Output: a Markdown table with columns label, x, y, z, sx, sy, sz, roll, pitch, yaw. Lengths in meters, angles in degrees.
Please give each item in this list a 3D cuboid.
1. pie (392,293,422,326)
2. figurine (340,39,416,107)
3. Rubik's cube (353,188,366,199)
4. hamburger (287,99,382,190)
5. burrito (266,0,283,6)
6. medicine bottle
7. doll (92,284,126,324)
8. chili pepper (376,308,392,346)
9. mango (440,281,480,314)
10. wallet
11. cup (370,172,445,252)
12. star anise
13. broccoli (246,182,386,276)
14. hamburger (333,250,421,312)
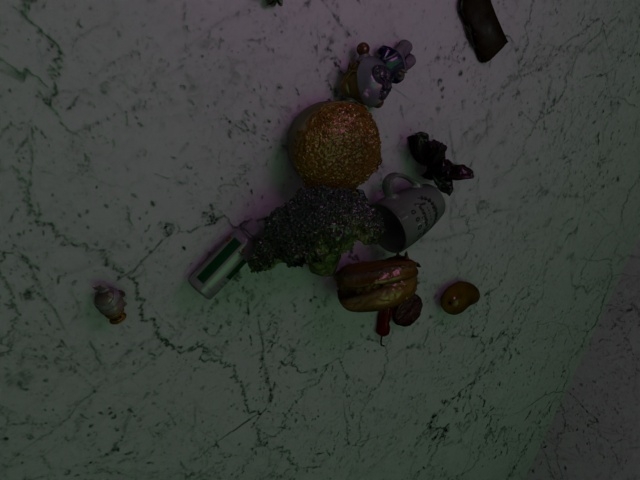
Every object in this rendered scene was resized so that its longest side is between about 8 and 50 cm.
| label | x | y | z | sx | sy | sz | roll | pitch | yaw |
| --- | --- | --- | --- | --- | --- | --- | --- | --- | --- |
| pie | 0.343 | 0.276 | 1.942 | 0.155 | 0.036 | 0.154 | -13 | 116 | -28 |
| figurine | 0.188 | -0.494 | 1.469 | 0.274 | 0.133 | 0.193 | -20 | 120 | -36 |
| Rubik's cube | 0.101 | -0.107 | 1.581 | 0.112 | 0.133 | 0.133 | -18 | 122 | -54 |
| hamburger | 0.046 | -0.274 | 1.434 | 0.294 | 0.179 | 0.275 | -26 | 122 | -21 |
| burrito | -0.125 | -0.660 | 1.248 | 0.074 | 0.044 | 0.118 | -8 | 111 | -33 |
| medicine bottle | -0.265 | 0.050 | 1.428 | 0.260 | 0.095 | 0.095 | -47 | 127 | -5 |
| doll | -0.559 | 0.157 | 1.312 | 0.084 | 0.073 | 0.127 | -52 | 141 | -46 |
| chili pepper | 0.252 | 0.295 | 1.885 | 0.059 | 0.050 | 0.267 | 1 | 109 | -16 |
| mango | 0.586 | 0.237 | 2.044 | 0.228 | 0.099 | 0.136 | -7 | 109 | -38 |
| wallet | 0.542 | -0.731 | 1.647 | 0.137 | 0.031 | 0.255 | -47 | 126 | -7 |
| cup | 0.292 | -0.122 | 1.658 | 0.234 | 0.186 | 0.258 | -32 | 120 | -26 |
| star anise | 0.391 | -0.268 | 1.651 | 0.129 | 0.212 | 0.283 | -43 | 119 | 6 |
| broccoli | 0.030 | -0.005 | 1.431 | 0.397 | 0.353 | 0.274 | 29 | 59 | -51 |
| hamburger | 0.192 | 0.139 | 1.618 | 0.319 | 0.319 | 0.158 | -17 | 95 | -25 |
